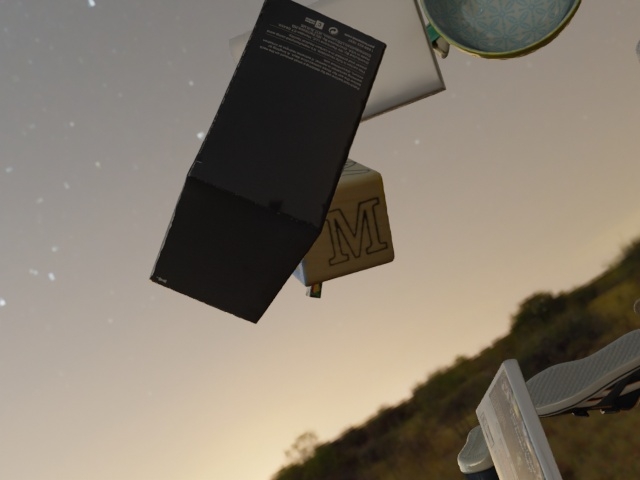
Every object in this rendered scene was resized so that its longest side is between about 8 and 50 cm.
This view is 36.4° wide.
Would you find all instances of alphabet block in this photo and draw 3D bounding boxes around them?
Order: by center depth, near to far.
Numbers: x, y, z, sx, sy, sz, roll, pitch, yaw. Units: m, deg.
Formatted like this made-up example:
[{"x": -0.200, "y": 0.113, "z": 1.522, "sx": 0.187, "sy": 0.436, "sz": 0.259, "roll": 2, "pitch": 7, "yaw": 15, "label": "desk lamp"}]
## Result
[{"x": 0.015, "y": -0.042, "z": 1.965, "sx": 0.197, "sy": 0.193, "sz": 0.192, "roll": -16, "pitch": 21, "yaw": -15, "label": "alphabet block"}]

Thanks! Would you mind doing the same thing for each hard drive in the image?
[{"x": 0.026, "y": -0.320, "z": 1.761, "sx": 0.353, "sy": 0.233, "sz": 0.047, "roll": -19, "pitch": -5, "yaw": 19, "label": "hard drive"}]

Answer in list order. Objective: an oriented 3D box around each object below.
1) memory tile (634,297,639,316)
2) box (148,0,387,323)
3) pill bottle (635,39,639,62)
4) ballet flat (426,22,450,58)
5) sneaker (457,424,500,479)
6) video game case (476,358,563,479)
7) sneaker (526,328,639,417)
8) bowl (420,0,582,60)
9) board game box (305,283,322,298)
[{"x": 0.621, "y": 0.096, "z": 1.668, "sx": 0.148, "sy": 0.113, "sz": 0.012, "roll": -60, "pitch": -11, "yaw": 27, "label": "memory tile"}, {"x": -0.080, "y": -0.100, "z": 1.353, "sx": 0.343, "sy": 0.179, "sz": 0.312, "roll": 125, "pitch": 167, "yaw": -61, "label": "box"}, {"x": 0.676, "y": -0.251, "z": 1.702, "sx": 0.162, "sy": 0.278, "sz": 0.162, "roll": -27, "pitch": 18, "yaw": 9, "label": "pill bottle"}, {"x": 0.233, "y": -0.421, "z": 2.164, "sx": 0.247, "sy": 0.087, "sz": 0.083, "roll": -41, "pitch": -7, "yaw": -4, "label": "ballet flat"}, {"x": 0.413, "y": 0.515, "z": 2.256, "sx": 0.131, "sy": 0.148, "sz": 0.350, "roll": -21, "pitch": 0, "yaw": 28, "label": "sneaker"}, {"x": 0.260, "y": 0.275, "z": 1.272, "sx": 0.022, "sy": 0.190, "sz": 0.173, "roll": -10, "pitch": -30, "yaw": -11, "label": "video game case"}, {"x": 0.575, "y": 0.312, "z": 2.033, "sx": 0.321, "sy": 0.127, "sz": 0.126, "roll": -27, "pitch": 27, "yaw": 17, "label": "sneaker"}, {"x": 0.327, "y": -0.435, "z": 1.706, "sx": 0.289, "sy": 0.289, "sz": 0.156, "roll": -33, "pitch": -20, "yaw": 10, "label": "bowl"}, {"x": 0.000, "y": 0.000, "z": 2.188, "sx": 0.030, "sy": 0.259, "sz": 0.136, "roll": 8, "pitch": -3, "yaw": -6, "label": "board game box"}]
